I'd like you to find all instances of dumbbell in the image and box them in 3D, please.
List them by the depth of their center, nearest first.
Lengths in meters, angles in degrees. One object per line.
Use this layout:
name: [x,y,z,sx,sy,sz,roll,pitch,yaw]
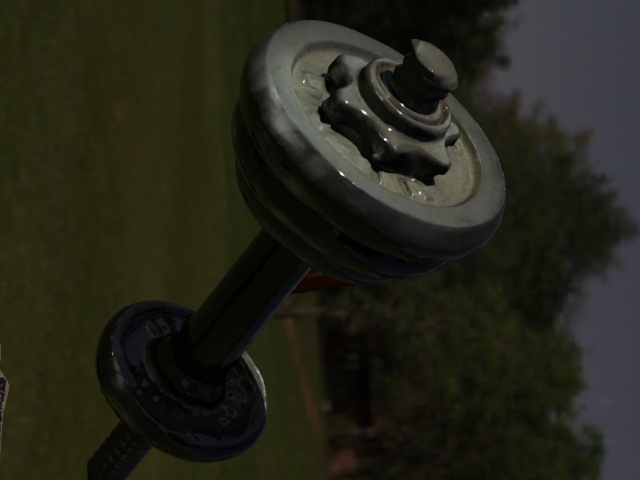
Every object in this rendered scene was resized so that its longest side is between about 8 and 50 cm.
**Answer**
dumbbell: [-0.026,0.021,0.624,0.254,0.110,0.110,-51,-154,32]

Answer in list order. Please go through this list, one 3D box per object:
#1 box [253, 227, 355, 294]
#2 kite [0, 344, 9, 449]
box: [0.000,0.000,0.700,0.082,0.051,0.023,-65,146,-71]
kite: [-0.171,0.179,0.764,0.323,0.013,0.268,144,-46,-67]
